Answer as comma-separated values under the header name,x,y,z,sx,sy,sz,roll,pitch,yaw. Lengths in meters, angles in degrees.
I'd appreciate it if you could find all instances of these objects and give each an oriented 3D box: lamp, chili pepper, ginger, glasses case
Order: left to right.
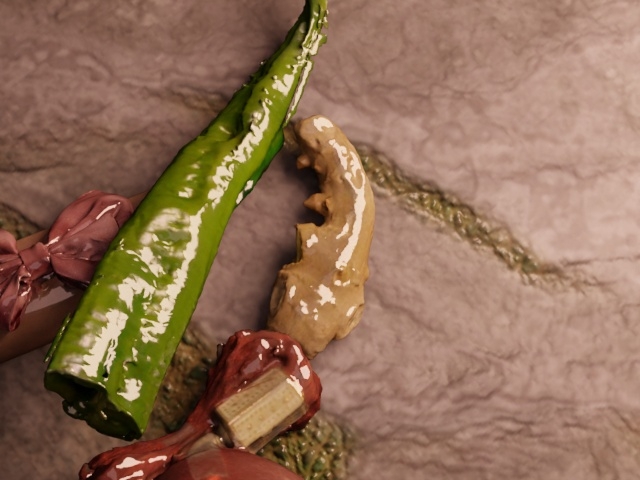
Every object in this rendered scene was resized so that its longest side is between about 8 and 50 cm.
name,x,y,z,sx,sy,sz,roll,pitch,yaw
glasses case,-0.188,0.013,0.886,0.193,0.070,0.102,-22,79,-5
chili pepper,-0.079,-0.037,0.860,0.085,0.076,0.359,42,58,-31
lamp,-0.053,0.186,0.814,0.215,0.151,0.223,-33,84,-16
ginger,0.004,-0.001,0.907,0.069,0.051,0.173,9,75,-5
